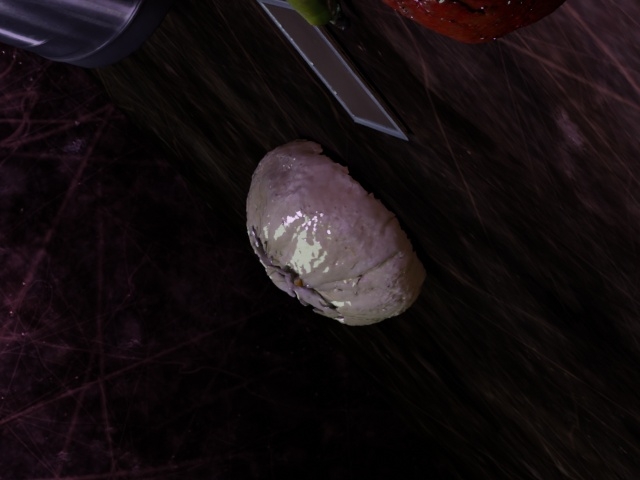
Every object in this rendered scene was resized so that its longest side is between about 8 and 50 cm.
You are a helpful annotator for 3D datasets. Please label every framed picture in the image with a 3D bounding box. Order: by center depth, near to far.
[{"bbox_3d":[0.011,-0.179,2.002,0.183,0.011,0.142,50,171,-22],"label":"framed picture"}]

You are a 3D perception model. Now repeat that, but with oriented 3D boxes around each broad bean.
[{"bbox_3d":[-0.029,-0.250,1.729,0.070,0.048,0.214,36,167,44],"label":"broad bean"}]

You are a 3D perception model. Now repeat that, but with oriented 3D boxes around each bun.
[{"bbox_3d":[0.000,0.000,2.448,0.259,0.152,0.259,45,174,6],"label":"bun"}]

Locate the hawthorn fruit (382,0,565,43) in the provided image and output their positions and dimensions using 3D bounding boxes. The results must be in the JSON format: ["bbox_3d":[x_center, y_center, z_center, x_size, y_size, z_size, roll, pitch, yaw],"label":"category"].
[{"bbox_3d":[0.092,-0.181,1.138,0.148,0.148,0.172,40,-178,38],"label":"hawthorn fruit"}]

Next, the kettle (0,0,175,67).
[{"bbox_3d":[-0.310,-0.345,1.859,0.228,0.321,0.324,-6,168,41],"label":"kettle"}]
